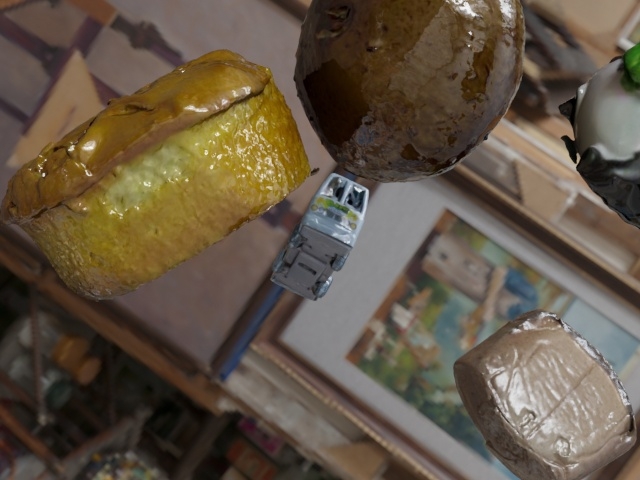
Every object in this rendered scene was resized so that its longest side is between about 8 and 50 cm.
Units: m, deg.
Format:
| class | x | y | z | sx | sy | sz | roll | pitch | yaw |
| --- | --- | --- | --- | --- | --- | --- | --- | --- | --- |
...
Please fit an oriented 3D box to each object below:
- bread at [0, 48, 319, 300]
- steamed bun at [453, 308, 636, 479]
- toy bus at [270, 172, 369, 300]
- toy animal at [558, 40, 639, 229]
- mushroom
| class | x | y | z | sx | sy | sz | roll | pitch | yaw |
| --- | --- | --- | --- | --- | --- | --- | --- | --- | --- |
| bread | -0.212 | -0.085 | 1.538 | 0.398 | 0.215 | 0.398 | -30 | -170 | 6 |
| steamed bun | 0.388 | 0.293 | 2.149 | 0.251 | 0.301 | 0.199 | -32 | 171 | -25 |
| toy bus | 0.000 | 0.000 | 2.088 | 0.136 | 0.109 | 0.330 | -63 | -178 | -22 |
| toy animal | 0.392 | -0.141 | 1.256 | 0.267 | 0.212 | 0.212 | -45 | 167 | 33 |
| mushroom | 0.121 | -0.234 | 1.609 | 0.331 | 0.334 | 0.356 | -53 | 155 | 3 |
